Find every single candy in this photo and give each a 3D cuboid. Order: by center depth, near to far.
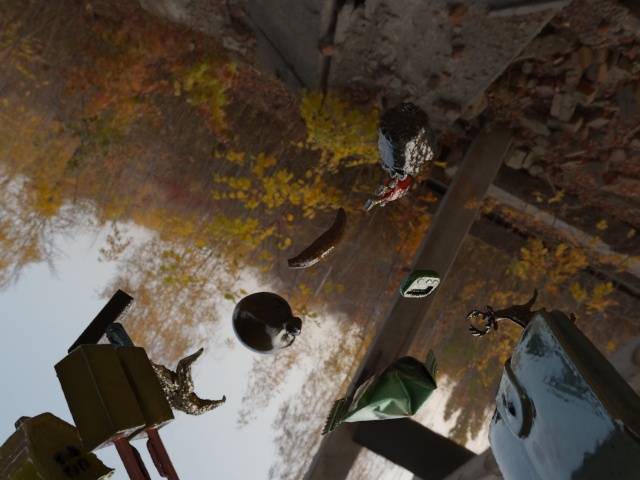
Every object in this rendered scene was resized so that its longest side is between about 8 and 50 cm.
[{"bbox_3d":[0.194,0.490,1.403,0.263,0.398,0.171,31,-143,-74],"label":"candy"}]

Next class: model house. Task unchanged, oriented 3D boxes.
[{"bbox_3d":[-0.622,0.519,0.983,0.234,0.193,0.175,45,-171,16],"label":"model house"}]

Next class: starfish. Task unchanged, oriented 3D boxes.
[{"bbox_3d":[-0.419,0.380,1.156,0.084,0.302,0.293,-113,17,-50],"label":"starfish"}]

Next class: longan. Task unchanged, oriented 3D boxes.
[{"bbox_3d":[-0.136,0.221,1.172,0.205,0.159,0.184,-4,136,32],"label":"longan"}]

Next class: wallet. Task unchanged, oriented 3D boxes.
[{"bbox_3d":[0.337,0.288,0.636,0.083,0.360,0.252,-7,-146,-7],"label":"wallet"}]

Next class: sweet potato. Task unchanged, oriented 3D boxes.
[{"bbox_3d":[0.010,0.003,1.248,0.078,0.255,0.058,32,155,24],"label":"sweet potato"}]

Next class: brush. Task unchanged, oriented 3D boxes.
[{"bbox_3d":[-0.190,0.220,0.464,0.233,0.047,0.103,56,-175,20],"label":"brush"}]

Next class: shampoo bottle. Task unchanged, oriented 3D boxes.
[{"bbox_3d":[-0.708,0.301,1.393,0.071,0.309,0.098,34,157,-6],"label":"shampoo bottle"}]

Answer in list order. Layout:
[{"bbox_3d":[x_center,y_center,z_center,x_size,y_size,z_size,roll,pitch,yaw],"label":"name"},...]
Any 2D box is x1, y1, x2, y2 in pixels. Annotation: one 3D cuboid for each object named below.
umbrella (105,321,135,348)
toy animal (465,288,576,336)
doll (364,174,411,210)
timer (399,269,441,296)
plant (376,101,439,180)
[{"bbox_3d":[-0.561,0.357,1.314,0.250,0.052,0.053,63,-165,-6],"label":"umbrella"},{"bbox_3d":[0.614,0.243,1.360,0.243,0.260,0.087,32,139,56],"label":"toy animal"},{"bbox_3d":[0.286,-0.200,1.763,0.085,0.217,0.183,50,144,14],"label":"doll"},{"bbox_3d":[0.364,0.158,1.616,0.140,0.128,0.047,6,-136,-31],"label":"timer"},{"bbox_3d":[0.209,-0.236,1.079,0.129,0.132,0.194,57,178,26],"label":"plant"}]
